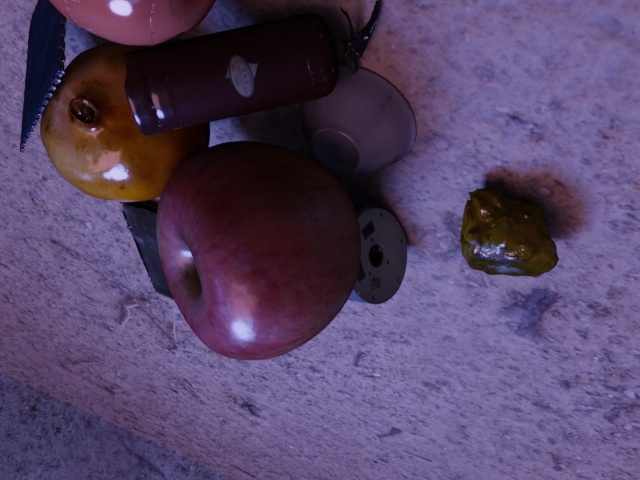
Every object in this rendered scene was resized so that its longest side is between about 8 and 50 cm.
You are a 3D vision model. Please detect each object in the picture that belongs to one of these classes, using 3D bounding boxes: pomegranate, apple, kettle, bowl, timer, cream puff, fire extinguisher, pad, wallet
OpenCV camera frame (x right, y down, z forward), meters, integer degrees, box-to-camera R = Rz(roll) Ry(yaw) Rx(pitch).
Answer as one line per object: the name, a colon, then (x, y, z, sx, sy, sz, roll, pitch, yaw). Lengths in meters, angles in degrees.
pomegranate: (-0.310, -0.184, 1.101, 0.264, 0.264, 0.264, 20, 143, 16)
apple: (-0.085, 0.008, 1.040, 0.345, 0.269, 0.344, 31, 128, 49)
kettle: (0.000, 0.000, 1.212, 0.243, 0.160, 0.210, 1, 116, 44)
bowl: (0.038, -0.157, 1.032, 0.189, 0.086, 0.189, 20, 142, 16)
timer: (-0.236, -0.362, 0.864, 0.215, 0.229, 0.229, 24, 144, 8)
cream puff: (0.273, -0.012, 1.024, 0.146, 0.116, 0.146, 5, 164, 2)
fire extinguisher: (-0.087, -0.235, 0.932, 0.337, 0.114, 0.135, -13, 153, -3)
pad: (-0.425, -0.304, 1.077, 0.012, 0.269, 0.270, 9, 155, -33)
wallet: (-0.343, 0.034, 1.574, 0.169, 0.044, 0.317, 19, 141, 23)
